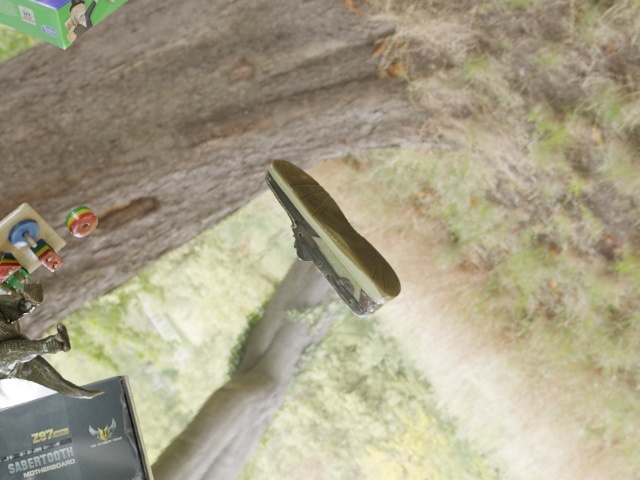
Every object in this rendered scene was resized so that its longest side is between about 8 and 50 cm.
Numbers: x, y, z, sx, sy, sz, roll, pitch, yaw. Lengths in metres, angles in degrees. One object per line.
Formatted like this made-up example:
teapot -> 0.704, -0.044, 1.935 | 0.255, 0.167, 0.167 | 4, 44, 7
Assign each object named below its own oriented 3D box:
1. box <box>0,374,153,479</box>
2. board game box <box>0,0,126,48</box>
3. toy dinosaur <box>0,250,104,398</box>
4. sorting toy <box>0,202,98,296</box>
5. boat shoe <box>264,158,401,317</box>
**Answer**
box -> -0.401, 0.332, 1.273 | 0.059, 0.232, 0.184 | 114, 141, -81
board game box -> -0.323, -0.317, 0.831 | 0.317, 0.213, 0.046 | 23, 140, 16
toy dinosaur -> -0.375, 0.097, 0.874 | 0.313, 0.160, 0.121 | 31, -136, -46
sorting toy -> -0.458, 0.033, 1.193 | 0.046, 0.274, 0.132 | 44, 168, 23
boat shoe -> 0.001, 0.000, 0.973 | 0.223, 0.080, 0.073 | 48, 116, 8
